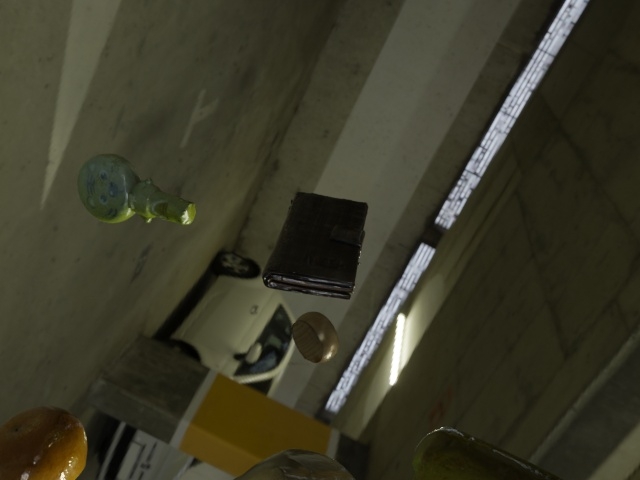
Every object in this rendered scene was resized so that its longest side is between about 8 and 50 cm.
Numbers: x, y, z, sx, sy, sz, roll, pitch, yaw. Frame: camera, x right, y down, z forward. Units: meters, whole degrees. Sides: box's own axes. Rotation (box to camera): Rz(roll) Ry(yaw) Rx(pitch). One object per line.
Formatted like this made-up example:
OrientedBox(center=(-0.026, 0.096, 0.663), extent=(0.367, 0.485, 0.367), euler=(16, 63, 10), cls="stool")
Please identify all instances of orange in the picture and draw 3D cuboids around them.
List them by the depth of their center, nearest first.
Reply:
OrientedBox(center=(-0.438, 0.334, 1.018), extent=(0.155, 0.154, 0.134), euler=(-64, 146, -49), cls="orange")

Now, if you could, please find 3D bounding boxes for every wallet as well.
OrientedBox(center=(0.000, 0.000, 0.934), extent=(0.230, 0.124, 0.042), euler=(-73, 172, -60), cls="wallet")

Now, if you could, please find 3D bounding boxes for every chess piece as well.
OrientedBox(center=(-0.008, 0.154, 1.045), extent=(0.038, 0.084, 0.084), euler=(-23, 153, -38), cls="chess piece")

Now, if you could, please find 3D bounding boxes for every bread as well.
OrientedBox(center=(0.333, 0.453, 1.132), extent=(0.166, 0.383, 0.112), euler=(-56, 152, -26), cls="bread")

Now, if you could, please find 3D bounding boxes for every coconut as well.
OrientedBox(center=(-0.040, 0.375, 0.846), extent=(0.224, 0.224, 0.224), euler=(-63, -179, 2), cls="coconut")

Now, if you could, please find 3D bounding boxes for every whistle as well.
OrientedBox(center=(-0.270, -0.067, 0.971), extent=(0.057, 0.198, 0.104), euler=(-39, 141, -61), cls="whistle")
